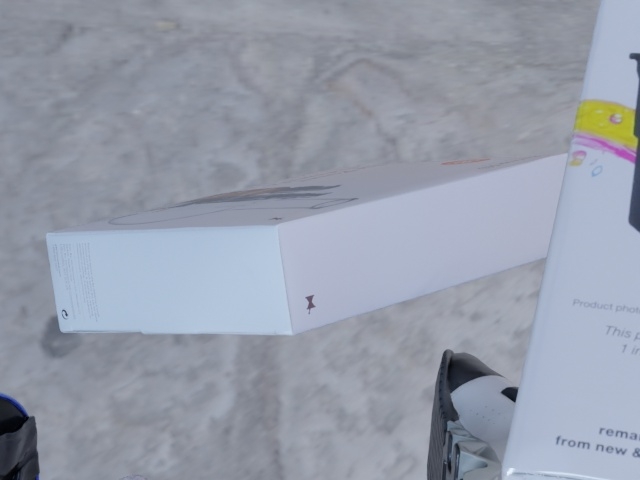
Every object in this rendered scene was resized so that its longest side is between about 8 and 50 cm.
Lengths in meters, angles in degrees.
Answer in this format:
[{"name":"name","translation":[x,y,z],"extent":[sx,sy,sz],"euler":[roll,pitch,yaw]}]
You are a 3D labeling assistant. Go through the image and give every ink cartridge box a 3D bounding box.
[{"name":"ink cartridge box","translation":[0.173,0.037,0.900],"extent":[0.131,0.226,0.306],"euler":[7,57,12]}]

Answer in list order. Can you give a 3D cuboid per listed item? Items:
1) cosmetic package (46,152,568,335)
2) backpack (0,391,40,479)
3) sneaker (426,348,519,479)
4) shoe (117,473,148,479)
[{"name":"cosmetic package","translation":[0.000,0.000,1.657],"extent":[0.284,0.377,0.097],"euler":[1,101,43]},{"name":"backpack","translation":[-0.387,0.235,1.733],"extent":[0.213,0.263,0.277],"euler":[25,115,46]},{"name":"sneaker","translation":[0.162,0.180,1.531],"extent":[0.146,0.330,0.122],"euler":[2,108,-3]},{"name":"shoe","translation":[-0.137,0.197,1.077],"extent":[0.081,0.178,0.063],"euler":[-26,108,15]}]
